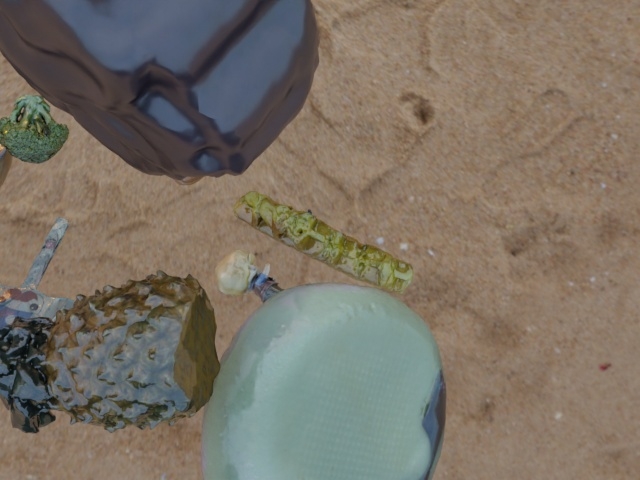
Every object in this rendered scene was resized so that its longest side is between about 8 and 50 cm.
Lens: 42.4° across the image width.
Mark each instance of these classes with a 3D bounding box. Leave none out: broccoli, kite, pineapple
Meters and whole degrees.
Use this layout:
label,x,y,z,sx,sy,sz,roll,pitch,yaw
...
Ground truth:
label,x,y,z,sx,sy,sz,roll,pitch,yaw
broccoli,-0.507,-0.195,1.455,0.130,0.131,0.120,4,96,15
kite,-0.491,0.100,1.353,0.335,0.011,0.314,15,70,3
pineapple,-0.205,0.089,0.607,0.251,0.125,0.125,-9,114,6

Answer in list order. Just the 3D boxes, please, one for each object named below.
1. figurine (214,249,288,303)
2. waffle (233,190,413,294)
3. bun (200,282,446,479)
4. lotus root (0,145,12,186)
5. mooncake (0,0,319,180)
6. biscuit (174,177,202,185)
label,x,y,z,sx,sy,sz,roll,pitch,yaw
figurine,-0.155,0.094,1.954,0.196,0.108,0.114,21,153,18
waffle,0.000,0.001,1.141,0.253,0.249,0.056,30,85,-37
bun,-0.016,0.180,0.847,0.293,0.187,0.293,1,88,-41
lotus root,-0.795,-0.127,1.656,0.316,0.316,0.250,13,153,-14
mooncake,-0.170,-0.211,0.703,0.212,0.350,0.381,-52,143,-14
biscuit,-0.245,-0.156,1.443,0.019,0.102,0.130,-8,127,38
